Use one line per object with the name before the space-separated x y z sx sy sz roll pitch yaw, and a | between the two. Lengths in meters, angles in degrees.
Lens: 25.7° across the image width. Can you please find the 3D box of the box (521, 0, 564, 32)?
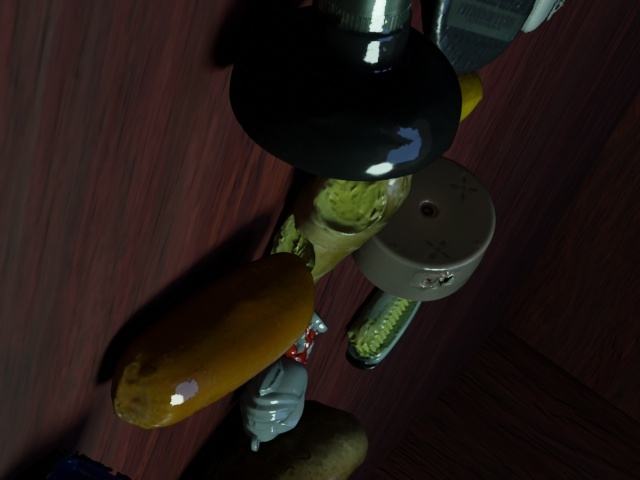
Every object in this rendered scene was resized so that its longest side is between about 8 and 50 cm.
box | 0.299 -0.364 1.550 0.142 0.044 0.285 -44 164 -48

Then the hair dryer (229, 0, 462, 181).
hair dryer | 0.090 -0.227 0.914 0.284 0.155 0.320 -26 143 -44

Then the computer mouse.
computer mouse | 0.144 -0.266 1.133 0.147 0.088 0.264 6 120 -56

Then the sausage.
sausage | -0.085 0.083 1.201 0.238 0.098 0.098 -35 157 -47

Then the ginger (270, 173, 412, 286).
ginger | 0.000 0.000 1.346 0.131 0.086 0.294 -55 180 -42

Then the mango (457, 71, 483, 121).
mango | 0.095 -0.115 1.411 0.187 0.066 0.101 -48 175 -4

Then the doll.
doll | -0.043 0.159 1.617 0.180 0.079 0.094 -64 158 -15

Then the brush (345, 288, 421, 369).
brush | 0.123 0.049 1.986 0.297 0.068 0.060 -55 146 -17

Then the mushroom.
mushroom | -0.065 0.294 1.693 0.278 0.146 0.278 -37 -170 8

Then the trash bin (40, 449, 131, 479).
trash bin | -0.215 0.314 1.157 0.184 0.162 0.234 -61 175 -62

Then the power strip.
power strip | 0.109 -0.013 1.516 0.154 0.154 0.078 -47 169 -30
